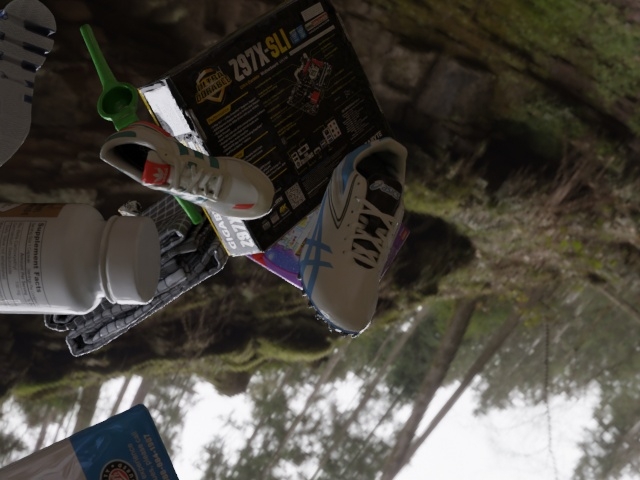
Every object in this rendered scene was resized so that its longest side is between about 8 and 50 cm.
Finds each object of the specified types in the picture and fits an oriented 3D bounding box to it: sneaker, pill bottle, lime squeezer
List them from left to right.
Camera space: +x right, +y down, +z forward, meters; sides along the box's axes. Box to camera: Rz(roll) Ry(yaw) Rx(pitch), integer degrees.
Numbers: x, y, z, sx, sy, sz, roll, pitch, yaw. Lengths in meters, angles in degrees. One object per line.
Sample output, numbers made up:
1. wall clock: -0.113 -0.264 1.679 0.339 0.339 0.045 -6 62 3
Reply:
1. sneaker: -0.588 -0.284 1.649 0.127 0.315 0.182 23 179 -37
2. pill bottle: -0.311 0.021 1.069 0.229 0.131 0.131 1 -141 6
3. sneaker: -0.351 -0.059 1.725 0.037 0.032 0.083 -49 -145 -15
4. lime squeezer: -0.240 -0.158 1.206 0.310 0.059 0.110 59 -160 -3
5. sneaker: -0.121 -0.055 0.813 0.161 0.057 0.075 25 -159 10
6. sneaker: 0.038 -0.012 0.891 0.085 0.086 0.237 27 -134 -15

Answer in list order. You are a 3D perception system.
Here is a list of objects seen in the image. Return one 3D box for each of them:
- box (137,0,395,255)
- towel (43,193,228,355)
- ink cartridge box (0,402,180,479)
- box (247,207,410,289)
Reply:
1. box: -0.057 -0.169 1.254 0.322 0.079 0.257 -42 -68 -37
2. towel: -0.265 0.029 1.401 0.121 0.283 0.235 55 -164 -12
3. ink cartridge box: -0.310 0.390 0.963 0.395 0.166 0.285 -23 -101 -17
4. box: 0.000 0.000 1.762 0.293 0.201 0.057 29 174 34
